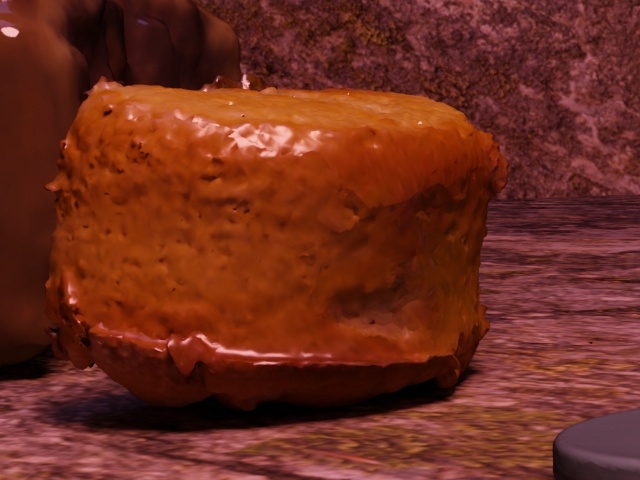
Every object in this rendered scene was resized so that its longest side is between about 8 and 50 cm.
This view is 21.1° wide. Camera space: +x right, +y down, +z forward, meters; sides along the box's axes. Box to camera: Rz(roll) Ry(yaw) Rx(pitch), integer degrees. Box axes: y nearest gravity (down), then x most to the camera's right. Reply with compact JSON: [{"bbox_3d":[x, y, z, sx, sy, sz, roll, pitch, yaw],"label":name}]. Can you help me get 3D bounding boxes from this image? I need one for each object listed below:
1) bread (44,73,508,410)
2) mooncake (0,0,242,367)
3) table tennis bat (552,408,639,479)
[{"bbox_3d":[0.003,0.002,0.843,0.261,0.160,0.147,2,7,-43],"label":"bread"},{"bbox_3d":[-0.192,-0.049,1.111,0.393,0.246,0.394,-11,4,-25],"label":"mooncake"},{"bbox_3d":[0.194,0.072,0.595,0.237,0.038,0.149,-5,1,36],"label":"table tennis bat"}]
